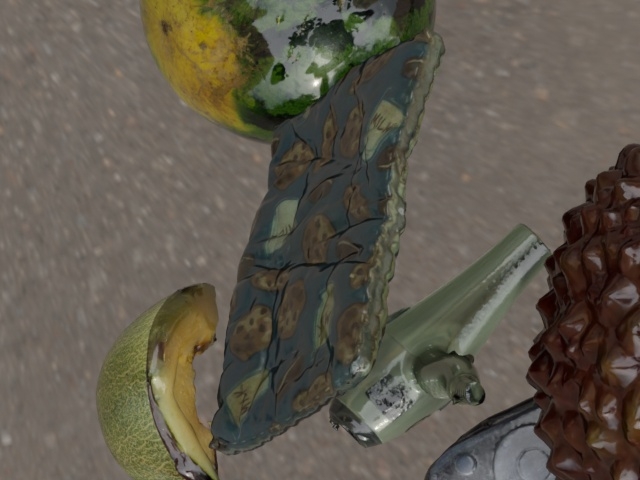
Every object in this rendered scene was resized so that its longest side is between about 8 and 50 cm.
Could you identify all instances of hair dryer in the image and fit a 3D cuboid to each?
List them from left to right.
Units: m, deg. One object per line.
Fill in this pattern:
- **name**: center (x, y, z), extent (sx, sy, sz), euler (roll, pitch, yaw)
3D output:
- **hair dryer**: center (0.120, 0.065, 1.568), extent (0.088, 0.225, 0.219), euler (45, 63, -10)

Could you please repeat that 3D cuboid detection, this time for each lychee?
- **lychee**: center (0.269, 0.073, 1.184), extent (0.306, 0.306, 0.330), euler (-29, 120, -5)

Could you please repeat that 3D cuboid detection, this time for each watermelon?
- **watermelon**: center (-0.029, -0.208, 1.701), extent (0.269, 0.269, 0.269), euler (-2, 101, -11)

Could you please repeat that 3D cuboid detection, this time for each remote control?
- **remote control**: center (0.197, 0.134, 1.382), extent (0.266, 0.066, 0.090), euler (-26, 85, 7)

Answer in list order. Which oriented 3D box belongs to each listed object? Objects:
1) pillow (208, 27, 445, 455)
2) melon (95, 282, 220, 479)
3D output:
- **pillow**: center (-0.001, 0.002, 1.242), extent (0.034, 0.189, 0.256), euler (25, 59, -25)
- **melon**: center (-0.125, 0.111, 1.415), extent (0.079, 0.128, 0.160), euler (16, 60, -41)
